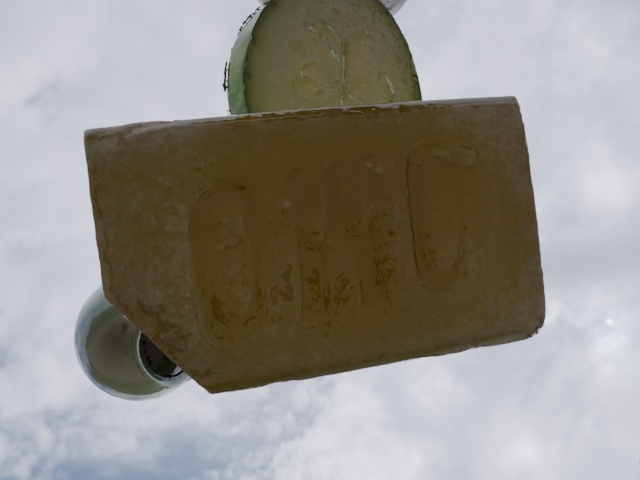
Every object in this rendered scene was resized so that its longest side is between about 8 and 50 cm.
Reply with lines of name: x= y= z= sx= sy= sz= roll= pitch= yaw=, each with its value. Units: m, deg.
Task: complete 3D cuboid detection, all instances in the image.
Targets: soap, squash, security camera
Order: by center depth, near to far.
soap: x=0.000 y=0.000 z=0.368 sx=0.232 sy=0.073 sz=0.140 roll=-7 pitch=-91 yaw=-13
squash: x=0.010 y=-0.140 z=0.651 sx=0.219 sy=0.041 sz=0.219 roll=1 pitch=-91 yaw=-34
security camera: x=-0.265 y=0.138 z=0.996 sx=0.194 sy=0.236 sz=0.195 roll=-1 pitch=-97 yaw=6

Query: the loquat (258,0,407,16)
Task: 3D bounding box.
loquat: x=0.017 y=-0.356 z=0.783 sx=0.235 sy=0.235 sz=0.235 roll=-1 pitch=-69 yaw=-3
